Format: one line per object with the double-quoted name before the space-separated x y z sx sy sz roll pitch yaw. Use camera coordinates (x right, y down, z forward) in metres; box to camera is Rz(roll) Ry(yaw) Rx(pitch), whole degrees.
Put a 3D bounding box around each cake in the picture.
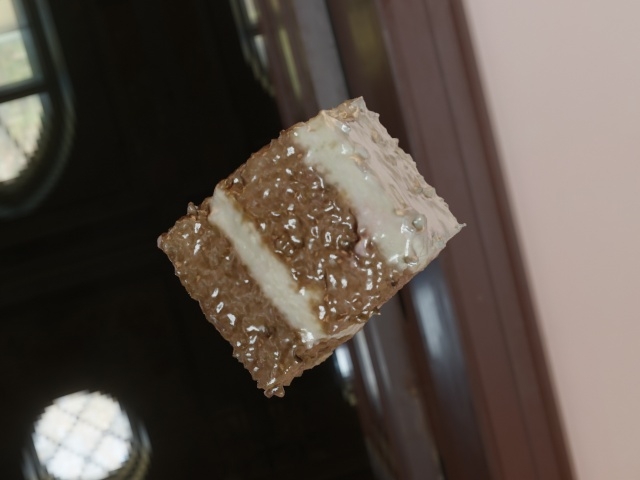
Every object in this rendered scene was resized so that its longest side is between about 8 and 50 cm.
"cake" 0.000 0.000 1.027 0.147 0.134 0.135 -36 177 16
